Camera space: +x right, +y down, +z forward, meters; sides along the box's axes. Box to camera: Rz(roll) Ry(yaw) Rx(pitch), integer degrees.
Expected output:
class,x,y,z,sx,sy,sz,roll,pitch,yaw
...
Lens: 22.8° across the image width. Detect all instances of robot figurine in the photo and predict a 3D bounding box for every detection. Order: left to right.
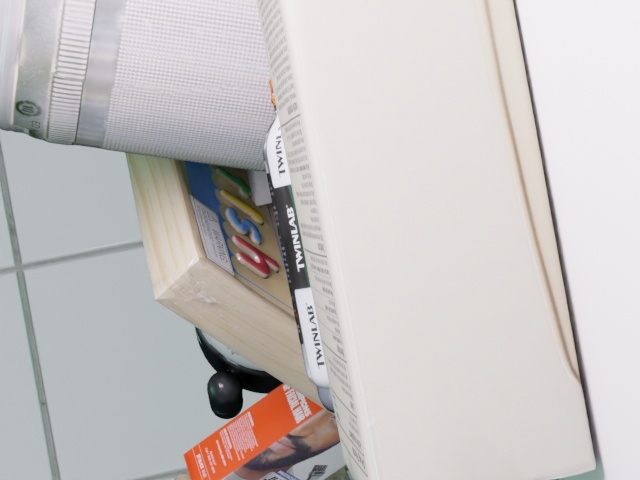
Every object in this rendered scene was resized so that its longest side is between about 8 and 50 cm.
class,x,y,z,sx,sy,sz,roll,pitch,yaw
robot figurine,-0.058,0.072,1.732,0.278,0.173,0.209,99,156,-76

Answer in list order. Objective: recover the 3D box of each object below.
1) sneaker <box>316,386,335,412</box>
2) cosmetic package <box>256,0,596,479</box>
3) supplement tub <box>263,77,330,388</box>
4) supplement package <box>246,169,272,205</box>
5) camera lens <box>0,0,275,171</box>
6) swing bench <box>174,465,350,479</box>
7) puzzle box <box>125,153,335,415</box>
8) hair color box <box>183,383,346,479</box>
class,x,y,z,sx,sy,sz,roll,pitch,yaw
sneaker,0.000,0.000,1.046,0.083,0.098,0.224,-11,70,57
cosmetic package,0.044,-0.032,0.817,0.160,0.113,0.309,-157,56,-84
supplement tub,0.031,-0.013,0.956,0.117,0.117,0.190,177,81,-84
supplement package,-0.026,-0.130,1.358,0.179,0.105,0.105,-107,8,-48
camera lens,-0.111,-0.169,1.141,0.219,0.274,0.219,-173,90,-80
swing bench,0.011,0.339,1.533,0.254,0.165,0.253,39,-154,-46
puzzle box,-0.057,-0.028,1.397,0.272,0.052,0.409,36,-158,-35
hair color box,-0.027,0.180,1.416,0.093,0.167,0.053,38,-160,-46
